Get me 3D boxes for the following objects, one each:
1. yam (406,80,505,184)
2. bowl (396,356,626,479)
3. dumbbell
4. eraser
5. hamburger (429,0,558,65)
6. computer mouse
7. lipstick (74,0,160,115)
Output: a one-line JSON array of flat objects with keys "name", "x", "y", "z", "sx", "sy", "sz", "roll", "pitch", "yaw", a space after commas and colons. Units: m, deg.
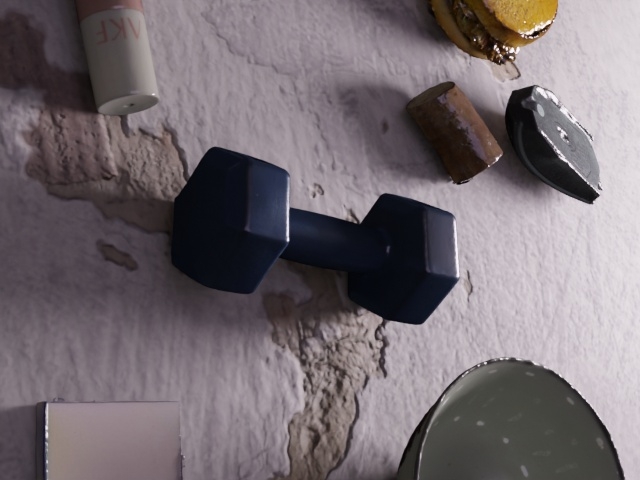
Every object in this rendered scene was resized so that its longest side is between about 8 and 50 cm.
[{"name": "yam", "x": 0.178, "y": -0.144, "z": 1.441, "sx": 0.084, "sy": 0.084, "sz": 0.127, "roll": -45, "pitch": 108, "yaw": -37}, {"name": "bowl", "x": 0.189, "y": 0.312, "z": 1.262, "sx": 0.337, "sy": 0.157, "sz": 0.337, "roll": 13, "pitch": 68, "yaw": -34}, {"name": "dumbbell", "x": 0.000, "y": 0.000, "z": 1.219, "sx": 0.324, "sy": 0.160, "sz": 0.144, "roll": 12, "pitch": 39, "yaw": -36}, {"name": "eraser", "x": -0.205, "y": 0.208, "z": 1.076, "sx": 0.150, "sy": 0.023, "sz": 0.104, "roll": 6, "pitch": 73, "yaw": -36}, {"name": "hamburger", "x": 0.236, "y": -0.333, "z": 1.516, "sx": 0.181, "sy": 0.118, "sz": 0.191, "roll": -6, "pitch": 77, "yaw": -35}, {"name": "computer mouse", "x": 0.329, "y": -0.131, "z": 1.561, "sx": 0.231, "sy": 0.071, "sz": 0.126, "roll": 34, "pitch": 44, "yaw": -37}, {"name": "lipstick", "x": -0.229, "y": -0.265, "z": 1.168, "sx": 0.070, "sy": 0.070, "sz": 0.255, "roll": -6, "pitch": 80, "yaw": -39}]
